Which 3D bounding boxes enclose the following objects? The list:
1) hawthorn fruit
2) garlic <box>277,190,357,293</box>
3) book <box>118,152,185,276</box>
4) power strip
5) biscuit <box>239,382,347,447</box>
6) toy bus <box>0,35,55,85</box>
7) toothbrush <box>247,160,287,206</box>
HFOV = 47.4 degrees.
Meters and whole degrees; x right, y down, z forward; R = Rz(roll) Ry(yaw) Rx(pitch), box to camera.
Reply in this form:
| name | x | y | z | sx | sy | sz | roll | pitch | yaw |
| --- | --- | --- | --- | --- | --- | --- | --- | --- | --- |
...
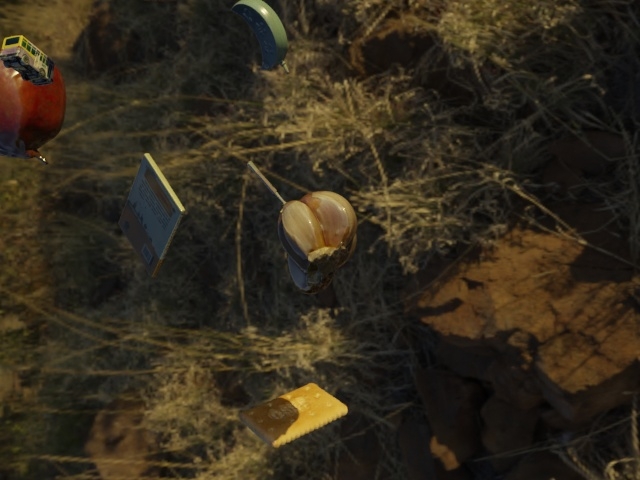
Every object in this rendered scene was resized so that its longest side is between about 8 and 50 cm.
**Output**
| name | x | y | z | sx | sy | sz | roll | pitch | yaw |
| --- | --- | --- | --- | --- | --- | --- | --- | --- | --- |
| hawthorn fruit | -0.918 | -0.410 | 2.182 | 0.308 | 0.308 | 0.325 | 11 | 91 | 56 |
| garlic | 0.000 | 0.000 | 1.535 | 0.214 | 0.160 | 0.191 | 81 | 167 | -56 |
| book | -0.466 | -0.063 | 1.987 | 0.208 | 0.020 | 0.295 | 55 | 136 | 21 |
| power strip | -0.142 | -0.523 | 1.874 | 0.137 | 0.044 | 0.216 | -4 | 120 | 55 |
| biscuit | -0.067 | 0.439 | 1.857 | 0.160 | 0.249 | 0.030 | 27 | 122 | 45 |
| toy bus | -0.562 | -0.345 | 1.403 | 0.052 | 0.102 | 0.058 | -2 | 71 | 20 |
| toothbrush | -0.142 | -0.149 | 2.051 | 0.017 | 0.194 | 0.014 | -7 | 43 | 42 |
